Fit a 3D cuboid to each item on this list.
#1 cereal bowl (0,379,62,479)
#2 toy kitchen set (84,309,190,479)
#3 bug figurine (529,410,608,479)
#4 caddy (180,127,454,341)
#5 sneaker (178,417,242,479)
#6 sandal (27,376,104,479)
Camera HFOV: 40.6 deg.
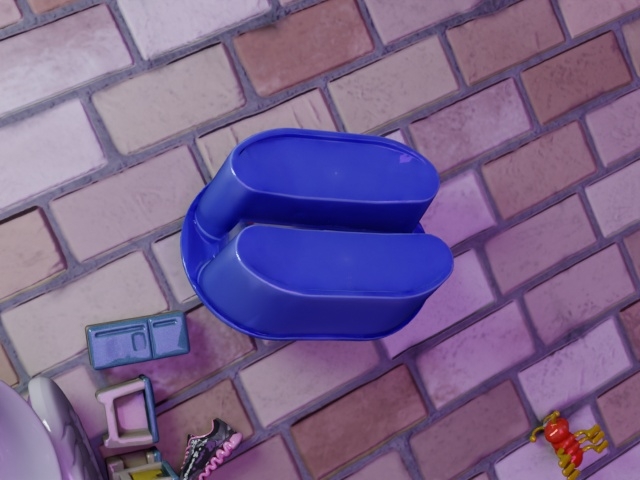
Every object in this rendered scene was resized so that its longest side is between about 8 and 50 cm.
[{"bbox_3d":[-0.419,0.269,0.804,0.339,0.141,0.338,-1,92,-51],"label":"cereal bowl"},{"bbox_3d":[-0.194,0.197,1.014,0.122,0.166,0.207,-9,92,-19],"label":"toy kitchen set"},{"bbox_3d":[0.309,0.389,1.240,0.279,0.072,0.216,-35,107,-21],"label":"bug figurine"},{"bbox_3d":[0.000,0.000,1.086,0.341,0.179,0.241,3,64,-19],"label":"caddy"},{"bbox_3d":[-0.156,0.275,1.097,0.057,0.047,0.119,44,73,6],"label":"sneaker"},{"bbox_3d":[-0.275,0.361,0.985,0.102,0.169,0.416,-21,97,-14],"label":"sandal"}]
